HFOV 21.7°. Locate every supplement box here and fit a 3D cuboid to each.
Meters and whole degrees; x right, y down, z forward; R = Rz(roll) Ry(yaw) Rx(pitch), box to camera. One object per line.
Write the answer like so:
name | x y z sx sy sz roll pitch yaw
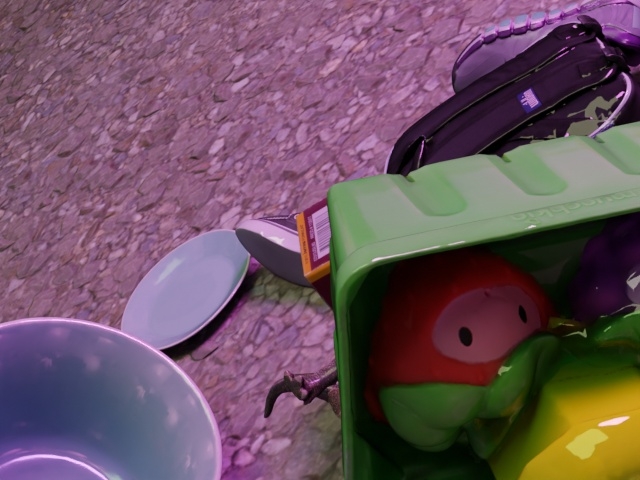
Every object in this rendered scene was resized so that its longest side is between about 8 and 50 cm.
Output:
supplement box | 0.063 0.048 1.585 0.080 0.188 0.104 -30 32 15

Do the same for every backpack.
backpack | 0.194 -0.067 1.588 0.253 0.191 0.225 -28 28 6

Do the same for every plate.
plate | -0.154 0.063 1.961 0.188 0.024 0.188 -27 34 20

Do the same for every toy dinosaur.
toy dinosaur | 0.073 0.117 1.492 0.313 0.160 0.121 -44 56 35

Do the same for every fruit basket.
fruit basket | 0.195 0.108 1.225 0.392 0.283 0.392 -2 36 1

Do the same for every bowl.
bowl | -0.261 0.244 1.637 0.312 0.311 0.163 -77 3 -45

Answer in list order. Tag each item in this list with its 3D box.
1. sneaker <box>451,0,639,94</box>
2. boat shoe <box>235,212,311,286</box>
sneaker | 0.234 -0.184 1.720 0.223 0.083 0.098 -23 38 25
boat shoe | 0.000 0.000 1.826 0.076 0.080 0.228 -47 32 -23
